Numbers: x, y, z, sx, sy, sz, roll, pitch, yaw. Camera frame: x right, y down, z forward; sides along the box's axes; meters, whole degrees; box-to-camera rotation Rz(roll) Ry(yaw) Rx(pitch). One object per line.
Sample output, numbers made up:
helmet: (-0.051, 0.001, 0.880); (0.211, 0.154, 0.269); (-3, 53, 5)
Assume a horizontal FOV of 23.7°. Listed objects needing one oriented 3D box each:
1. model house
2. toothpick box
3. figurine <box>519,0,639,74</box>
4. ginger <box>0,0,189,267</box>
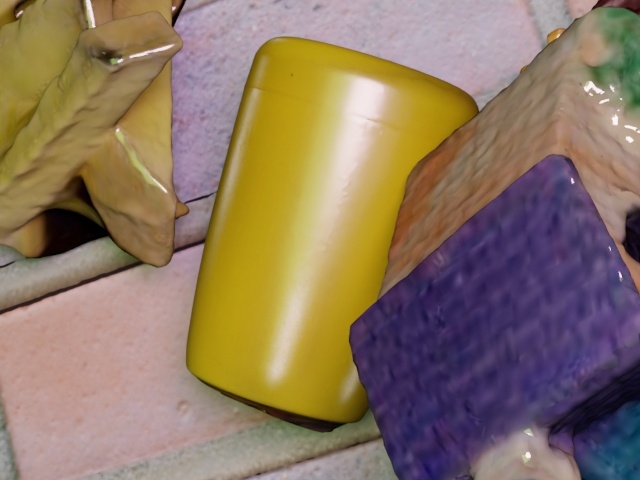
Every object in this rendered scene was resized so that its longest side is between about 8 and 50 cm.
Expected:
model house: (0.192, 0.074, 0.930); (0.312, 0.280, 0.245); (39, 126, -15)
toothpick box: (0.000, 0.000, 1.128); (0.175, 0.175, 0.271); (18, 91, 19)
figurine: (0.233, -0.135, 1.059); (0.116, 0.240, 0.174); (36, 73, -12)
ginger: (-0.256, -0.174, 1.214); (0.413, 0.211, 0.358); (20, 87, 19)
